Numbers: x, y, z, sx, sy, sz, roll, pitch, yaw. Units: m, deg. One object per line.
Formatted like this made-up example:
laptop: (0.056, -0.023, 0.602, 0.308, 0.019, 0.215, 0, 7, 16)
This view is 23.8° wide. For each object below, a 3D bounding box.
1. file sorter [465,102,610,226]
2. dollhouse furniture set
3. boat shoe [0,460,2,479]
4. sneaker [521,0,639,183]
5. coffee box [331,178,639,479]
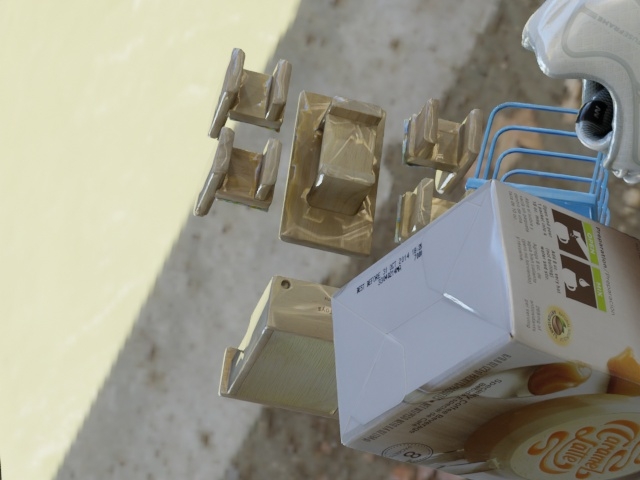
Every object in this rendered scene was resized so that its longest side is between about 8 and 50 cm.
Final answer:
file sorter: (0.214, -0.041, 1.447, 0.118, 0.170, 0.104, 8, 62, 16)
dollhouse furniture set: (0.000, 0.000, 1.237, 0.161, 0.212, 0.242, 121, 160, -61)
boat shoe: (-0.248, 0.091, 0.955, 0.084, 0.079, 0.233, -24, 62, 14)
sneaker: (0.228, -0.072, 0.939, 0.118, 0.292, 0.110, -40, 33, 6)
coffee box: (0.146, 0.073, 0.853, 0.141, 0.246, 0.098, -38, 45, 41)
